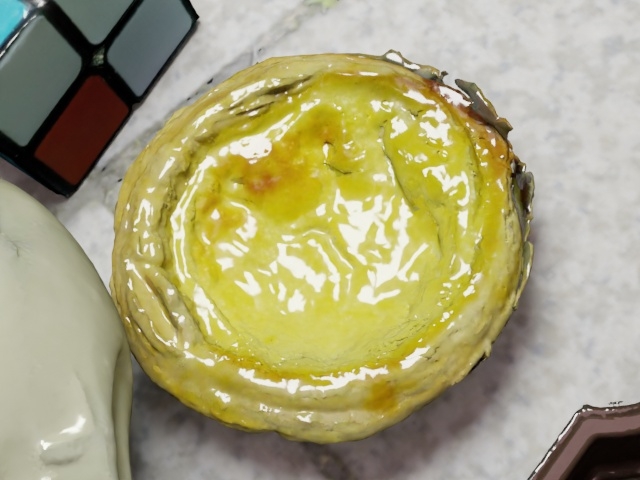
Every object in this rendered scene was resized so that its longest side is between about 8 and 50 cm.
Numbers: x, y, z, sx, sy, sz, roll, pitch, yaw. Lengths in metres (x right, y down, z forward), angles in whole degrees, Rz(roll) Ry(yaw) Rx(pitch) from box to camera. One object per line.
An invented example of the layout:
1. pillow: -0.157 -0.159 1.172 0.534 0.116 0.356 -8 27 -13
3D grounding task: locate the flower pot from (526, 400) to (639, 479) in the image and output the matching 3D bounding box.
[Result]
1. flower pot: 0.214 0.215 0.535 0.250 0.084 0.179 35 82 18

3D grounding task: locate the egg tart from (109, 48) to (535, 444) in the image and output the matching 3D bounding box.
1. egg tart: 0.000 0.000 0.635 0.278 0.095 0.279 -2 69 5

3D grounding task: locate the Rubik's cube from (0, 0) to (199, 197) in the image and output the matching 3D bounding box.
1. Rubik's cube: -0.221 -0.165 0.679 0.183 0.167 0.180 30 82 18

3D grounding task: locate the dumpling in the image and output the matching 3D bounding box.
1. dumpling: -0.275 0.079 0.556 0.315 0.233 0.395 -15 44 -22
